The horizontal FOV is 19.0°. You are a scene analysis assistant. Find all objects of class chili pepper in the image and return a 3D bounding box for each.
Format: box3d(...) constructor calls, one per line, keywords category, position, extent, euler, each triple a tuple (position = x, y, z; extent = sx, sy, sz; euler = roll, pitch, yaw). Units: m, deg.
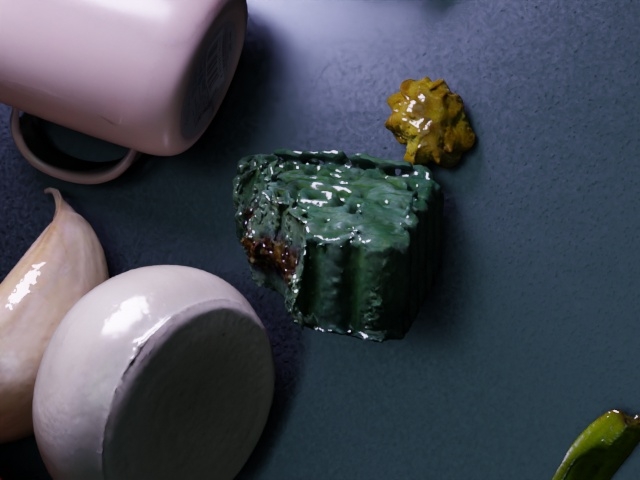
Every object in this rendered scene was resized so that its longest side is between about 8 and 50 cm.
box3d(category="chili pepper", position=(0.215, 0.232, 1.652), extent=(0.052, 0.050, 0.201), euler=(25, 94, -3))

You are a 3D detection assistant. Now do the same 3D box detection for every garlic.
box3d(category="garlic", position=(-0.277, 0.081, 1.745), extent=(0.245, 0.145, 0.164), euler=(-53, 46, 2))

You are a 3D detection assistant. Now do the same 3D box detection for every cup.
box3d(category="cup", position=(-0.192, -0.158, 1.717), extent=(0.200, 0.191, 0.252), euler=(23, 121, 10))

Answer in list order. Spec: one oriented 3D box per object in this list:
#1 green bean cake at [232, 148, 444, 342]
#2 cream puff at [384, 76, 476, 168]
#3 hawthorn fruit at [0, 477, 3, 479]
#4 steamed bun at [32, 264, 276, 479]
box3d(category="green bean cake", position=(0.000, 0.000, 1.629), extent=(0.193, 0.208, 0.107), euler=(10, 114, 10))
box3d(category="cream puff", position=(0.096, -0.104, 1.697), extent=(0.083, 0.058, 0.083), euler=(9, 86, 11))
box3d(category="hawthorn fruit", position=(-0.425, 0.298, 1.640), extent=(0.285, 0.369, 0.284), euler=(-4, 82, 31))
box3d(category="steamed bun", position=(-0.157, 0.127, 1.664), extent=(0.145, 0.232, 0.231), euler=(24, 92, 38))
